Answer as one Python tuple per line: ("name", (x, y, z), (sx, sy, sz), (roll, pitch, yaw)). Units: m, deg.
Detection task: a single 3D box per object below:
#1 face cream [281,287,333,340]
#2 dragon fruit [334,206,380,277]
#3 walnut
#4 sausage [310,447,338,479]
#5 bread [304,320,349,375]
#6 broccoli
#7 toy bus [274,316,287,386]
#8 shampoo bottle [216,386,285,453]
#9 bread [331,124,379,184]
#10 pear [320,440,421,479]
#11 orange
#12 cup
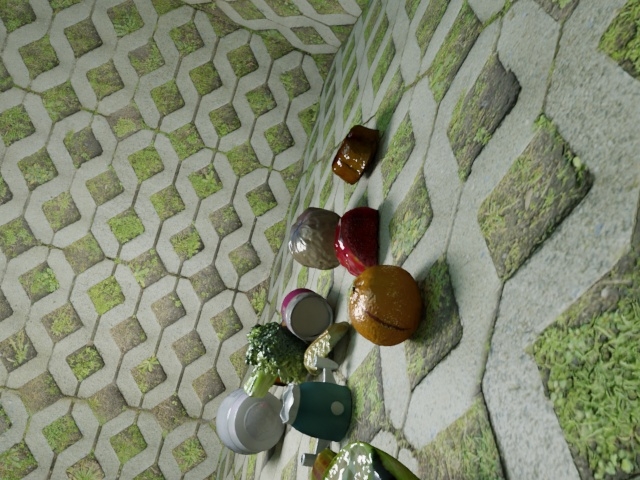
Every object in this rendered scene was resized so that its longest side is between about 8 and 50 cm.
("face cream", (-0.053, 0.278, 1.567), (0.195, 0.175, 0.175), (-170, 96, -76))
("dragon fruit", (0.112, -0.002, 1.339), (0.162, 0.189, 0.262), (-20, 44, 35))
("walnut", (0.001, -0.002, 1.575), (0.248, 0.248, 0.249), (-164, 90, -76))
("sausage", (0.037, 0.574, 0.973), (0.125, 0.117, 0.317), (68, 160, 5))
("bread", (0.011, 0.355, 1.364), (0.128, 0.088, 0.232), (-49, -11, -47))
("broccoli", (-0.175, 0.465, 1.648), (0.318, 0.277, 0.338), (-60, 12, 24))
("toy bus", (-0.157, 0.469, 1.936), (0.092, 0.093, 0.409), (-34, 41, 58))
("shampoo bottle", (-0.300, 0.771, 1.773), (0.266, 0.272, 0.273), (-30, 44, 56))
("bread", (0.138, -0.339, 1.608), (0.232, 0.135, 0.247), (-65, 7, -26))
("pear", (0.101, 0.548, 0.661), (0.399, 0.165, 0.399), (-163, 90, -76))
("orange", (0.146, 0.148, 0.962), (0.193, 0.161, 0.194), (-169, 90, -77))
("cup", (-0.020, 0.488, 1.200), (0.167, 0.173, 0.300), (125, 156, -56))
